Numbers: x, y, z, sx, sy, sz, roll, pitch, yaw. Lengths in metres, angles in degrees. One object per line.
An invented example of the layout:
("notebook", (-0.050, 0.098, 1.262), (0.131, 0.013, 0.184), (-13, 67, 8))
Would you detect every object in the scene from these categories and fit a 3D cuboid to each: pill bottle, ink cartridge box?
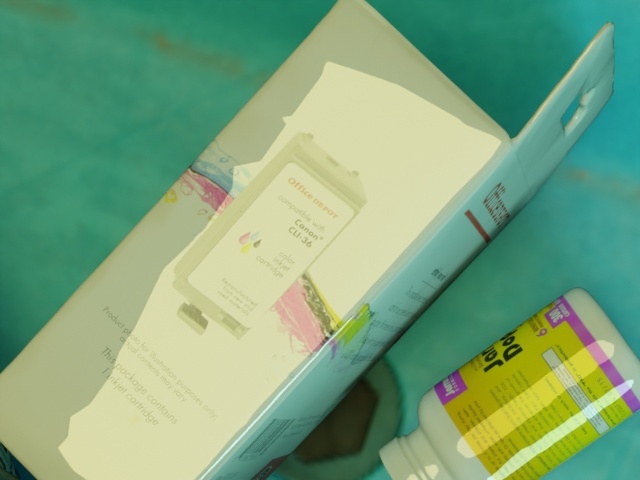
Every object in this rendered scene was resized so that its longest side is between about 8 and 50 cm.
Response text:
("pill bottle", (0.060, 0.054, 0.524), (0.083, 0.043, 0.043), (-36, 81, 5))
("ink cartridge box", (0.000, 0.000, 0.503), (0.067, 0.115, 0.198), (44, 92, 10))

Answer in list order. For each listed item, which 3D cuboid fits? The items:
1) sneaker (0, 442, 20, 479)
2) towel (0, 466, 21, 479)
("sneaker", (-0.141, 0.072, 0.535), (0.080, 0.081, 0.211), (-17, 84, 6))
("towel", (-0.078, 0.278, 0.443), (0.374, 0.090, 0.320), (41, 94, 3))
